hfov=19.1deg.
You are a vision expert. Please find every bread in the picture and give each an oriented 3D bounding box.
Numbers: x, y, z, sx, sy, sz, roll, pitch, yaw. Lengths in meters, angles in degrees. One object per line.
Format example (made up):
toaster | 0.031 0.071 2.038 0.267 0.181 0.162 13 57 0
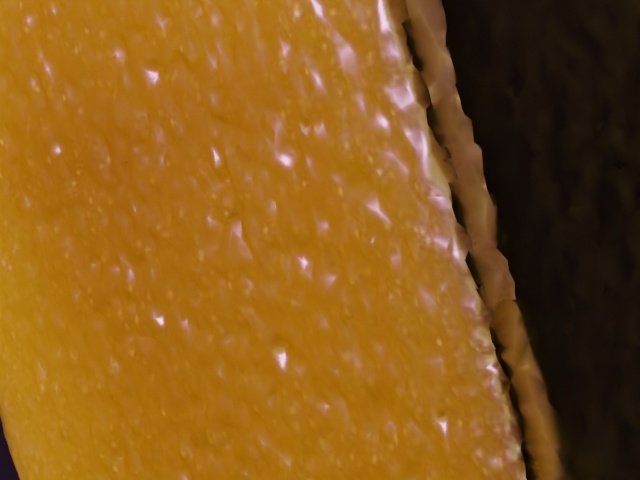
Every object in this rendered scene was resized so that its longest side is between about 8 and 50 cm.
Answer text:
bread | 0.000 0.000 0.646 0.333 0.143 0.323 -6 102 53
